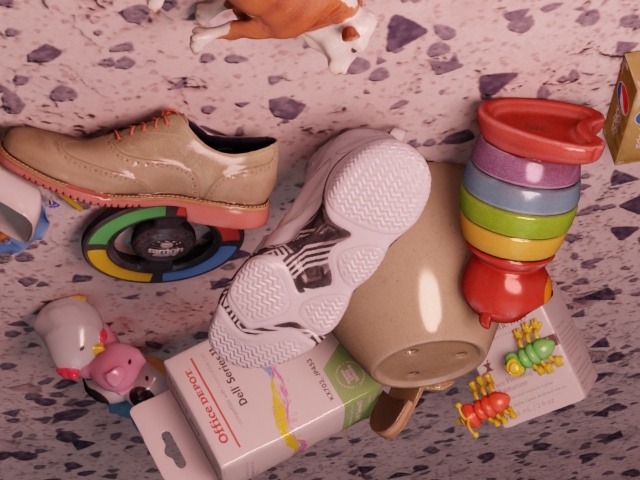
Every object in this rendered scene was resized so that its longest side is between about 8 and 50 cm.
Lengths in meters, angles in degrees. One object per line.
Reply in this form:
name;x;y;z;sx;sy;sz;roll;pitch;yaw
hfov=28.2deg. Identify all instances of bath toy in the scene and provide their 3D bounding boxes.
bath toy;-0.339;0.207;2.051;0.151;0.129;0.348;-15;150;9

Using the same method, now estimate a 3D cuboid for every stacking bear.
stacking bear;0.257;-0.025;1.657;0.164;0.175;0.289;12;115;8

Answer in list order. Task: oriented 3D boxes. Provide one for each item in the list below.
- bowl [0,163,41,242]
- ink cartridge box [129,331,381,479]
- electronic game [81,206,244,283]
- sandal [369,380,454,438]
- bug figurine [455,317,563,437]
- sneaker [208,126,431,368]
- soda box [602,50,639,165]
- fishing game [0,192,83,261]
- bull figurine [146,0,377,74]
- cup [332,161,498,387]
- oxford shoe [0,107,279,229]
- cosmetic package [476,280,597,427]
bowl;-0.402;-0.062;1.563;0.142;0.053;0.142;30;160;-8
ink cartridge box;-0.108;0.247;2.005;0.354;0.207;0.119;-26;156;-15
electronic game;-0.221;0.000;1.798;0.229;0.048;0.229;-7;151;-4
sandal;0.169;0.212;1.993;0.079;0.240;0.088;40;170;-37
bug figurine;0.248;0.165;2.033;0.216;0.279;0.072;-36;178;20
sneaker;0.000;0.000;1.636;0.137;0.210;0.366;39;106;-11
soda box;0.419;-0.173;1.675;0.058;0.061;0.181;-10;152;-2
fishing game;-0.456;-0.017;1.701;0.264;0.041;0.189;-17;148;14
bull figurine;-0.065;-0.264;1.314;0.188;0.101;0.310;-16;151;15
cup;0.136;0.074;1.850;0.331;0.236;0.331;-8;152;-4
oxford shoe;-0.219;-0.111;1.570;0.348;0.123;0.130;9;114;-21
cosmetic package;0.349;0.188;2.128;0.151;0.183;0.151;-26;180;22
